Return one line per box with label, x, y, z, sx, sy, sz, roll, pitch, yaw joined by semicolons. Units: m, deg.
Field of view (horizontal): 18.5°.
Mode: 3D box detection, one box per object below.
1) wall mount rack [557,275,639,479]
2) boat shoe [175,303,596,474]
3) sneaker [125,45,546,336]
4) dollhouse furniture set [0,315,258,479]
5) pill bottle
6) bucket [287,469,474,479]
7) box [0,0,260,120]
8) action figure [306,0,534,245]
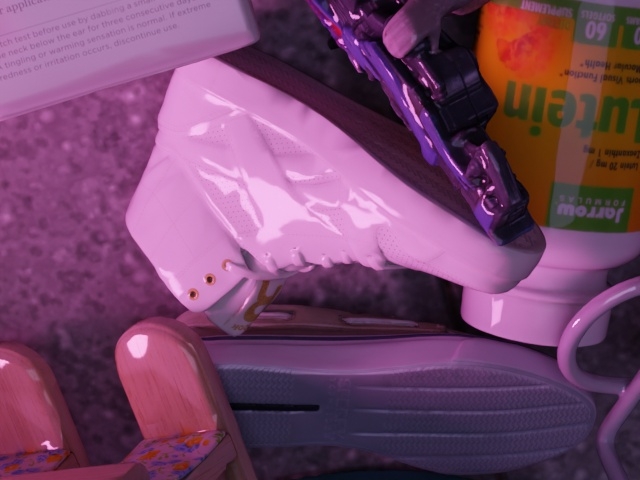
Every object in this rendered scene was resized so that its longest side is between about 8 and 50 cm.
wall mount rack;0.346;0.073;1.278;0.350;0.130;0.304;3;135;-28
boat shoe;0.039;0.088;1.346;0.302;0.094;0.109;6;128;-9
sneaker;0.000;0.000;1.270;0.292;0.108;0.169;32;108;30
dollhouse furniture set;-0.305;0.158;1.201;0.394;0.362;0.256;-10;109;31
pill bottle;0.160;-0.060;1.304;0.136;0.136;0.245;6;103;-7
bucket;0.030;0.277;1.309;0.281;0.281;0.183;-4;102;-5
box;-0.168;-0.272;1.178;0.168;0.215;0.345;-17;104;-1
action figure;0.091;-0.184;1.171;0.178;0.330;0.341;-26;78;-27
